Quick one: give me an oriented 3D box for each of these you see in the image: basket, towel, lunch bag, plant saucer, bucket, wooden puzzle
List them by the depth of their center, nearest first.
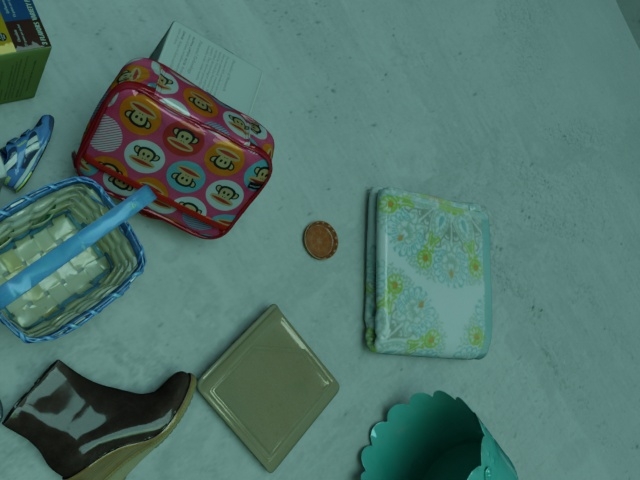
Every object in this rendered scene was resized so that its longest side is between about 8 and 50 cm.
[{"bbox_3d":[-0.381,0.026,0.902,0.254,0.288,0.201,-41,107,-35],"label":"basket"},{"bbox_3d":[-0.250,-0.133,1.051,0.293,0.258,0.120,27,36,-24],"label":"lunch bag"},{"bbox_3d":[-0.094,0.277,1.182,0.221,0.044,0.239,-45,108,-31],"label":"wooden puzzle"},{"bbox_3d":[0.235,0.455,1.213,0.183,0.281,0.281,48,59,-24],"label":"bucket"},{"bbox_3d":[0.000,0.000,1.314,0.083,0.013,0.084,8,75,-30],"label":"plant saucer"},{"bbox_3d":[0.245,0.075,1.412,0.320,0.090,0.375,9,75,-27],"label":"towel"}]

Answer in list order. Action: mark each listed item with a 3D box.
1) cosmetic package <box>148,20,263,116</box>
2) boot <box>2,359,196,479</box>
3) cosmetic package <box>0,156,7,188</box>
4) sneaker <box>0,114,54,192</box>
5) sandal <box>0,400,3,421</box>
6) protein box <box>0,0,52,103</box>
[{"bbox_3d":[-0.232,-0.265,1.144,0.183,0.151,0.152,25,67,-27],"label":"cosmetic package"},{"bbox_3d":[-0.340,0.259,0.997,0.207,0.090,0.248,49,63,-16],"label":"boot"},{"bbox_3d":[-0.641,-0.076,0.810,0.384,0.217,0.156,-25,93,-32],"label":"cosmetic package"},{"bbox_3d":[-0.484,-0.152,1.020,0.059,0.053,0.144,29,65,-22],"label":"sneaker"},{"bbox_3d":[-0.586,0.239,0.878,0.254,0.054,0.097,3,71,-22],"label":"sandal"},{"bbox_3d":[-0.539,-0.290,0.926,0.201,0.199,0.136,-24,92,-33],"label":"protein box"}]
